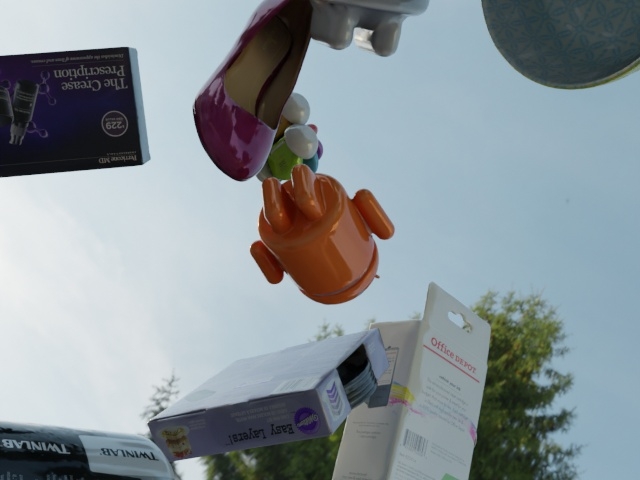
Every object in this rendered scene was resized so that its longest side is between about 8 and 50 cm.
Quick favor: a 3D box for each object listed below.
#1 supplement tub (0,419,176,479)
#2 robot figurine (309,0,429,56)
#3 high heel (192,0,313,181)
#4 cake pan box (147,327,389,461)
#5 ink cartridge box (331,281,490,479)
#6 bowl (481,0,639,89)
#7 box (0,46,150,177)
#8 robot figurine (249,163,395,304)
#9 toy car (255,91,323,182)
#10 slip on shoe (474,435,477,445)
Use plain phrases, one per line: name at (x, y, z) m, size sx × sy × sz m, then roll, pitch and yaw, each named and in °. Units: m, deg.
supplement tub at (-0.312, 0.269, 0.703) m, size 0.194 × 0.316 × 0.193 m, roll -21°, pitch -121°, yaw 42°
robot figurine at (0.073, -0.445, 1.036) m, size 0.200 × 0.300 × 0.353 m, roll -135°, pitch -128°, yaw -60°
high heel at (-0.078, -0.242, 1.055) m, size 0.127 × 0.377 × 0.181 m, roll 34°, pitch -57°, yaw -30°
cake pan box at (-0.056, 0.204, 1.006) m, size 0.267 × 0.246 × 0.070 m, roll -17°, pitch -84°, yaw 23°
ink cartridge box at (0.165, 0.269, 1.249) m, size 0.119 × 0.353 × 0.207 m, roll -11°, pitch -37°, yaw 45°
bowl at (0.365, -0.337, 0.934) m, size 0.289 × 0.156 × 0.289 m, roll 13°, pitch -73°, yaw 48°
box at (-0.411, -0.198, 1.151) m, size 0.261 × 0.103 × 0.184 m, roll -6°, pitch -76°, yaw -5°
robot figurine at (0.002, 0.000, 0.967) m, size 0.128 × 0.158 × 0.219 m, roll 27°, pitch -21°, yaw 41°
toy car at (-0.058, -0.199, 1.515) m, size 0.159 × 0.136 × 0.182 m, roll -35°, pitch -124°, yaw 36°
slip on shoe at (0.230, 0.390, 1.344) m, size 0.135 × 0.041 × 0.051 m, roll -43°, pitch -98°, yaw 19°
